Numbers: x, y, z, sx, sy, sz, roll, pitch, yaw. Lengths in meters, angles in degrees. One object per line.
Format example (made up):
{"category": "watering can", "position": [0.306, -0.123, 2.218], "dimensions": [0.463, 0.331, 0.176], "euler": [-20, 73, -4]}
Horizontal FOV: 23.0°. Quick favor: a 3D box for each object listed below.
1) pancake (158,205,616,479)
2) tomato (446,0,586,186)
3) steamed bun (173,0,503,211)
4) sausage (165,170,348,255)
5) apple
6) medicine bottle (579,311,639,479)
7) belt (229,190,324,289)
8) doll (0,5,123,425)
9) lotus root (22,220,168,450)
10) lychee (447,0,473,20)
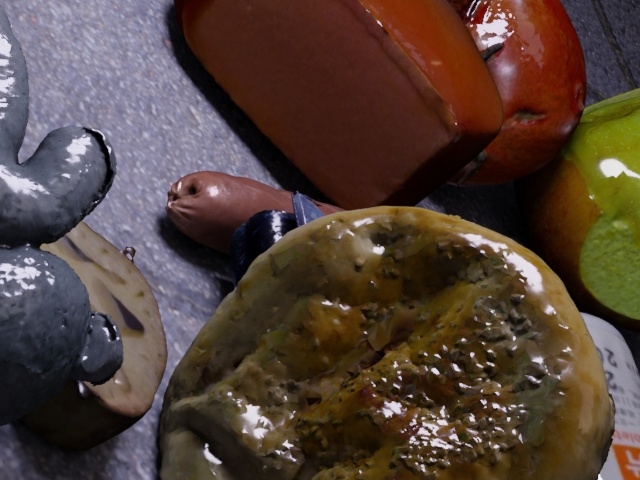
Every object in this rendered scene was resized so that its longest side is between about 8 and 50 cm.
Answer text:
{"category": "pancake", "position": [0.040, 0.137, 1.265], "dimensions": [0.082, 0.387, 0.387], "euler": [57, 12, -56]}
{"category": "tomato", "position": [0.262, -0.191, 2.042], "dimensions": [0.170, 0.309, 0.309], "euler": [30, 23, 16]}
{"category": "steamed bun", "position": [0.030, -0.219, 1.799], "dimensions": [0.379, 0.235, 0.248], "euler": [47, 24, -1]}
{"category": "sausage", "position": [0.001, 0.002, 1.662], "dimensions": [0.433, 0.088, 0.088], "euler": [16, 44, -49]}
{"category": "apple", "position": [0.472, -0.062, 2.184], "dimensions": [0.384, 0.374, 0.374], "euler": [25, 38, -42]}
{"category": "medicine bottle", "position": [0.262, 0.271, 1.602], "dimensions": [0.211, 0.211, 0.371], "euler": [29, 34, -37]}
{"category": "belt", "position": [0.001, 0.069, 1.534], "dimensions": [0.218, 0.122, 0.128], "euler": [38, 32, -44]}
{"category": "doll", "position": [-0.270, -0.015, 1.172], "dimensions": [0.246, 0.158, 0.340], "euler": [-13, 69, -16]}
{"category": "lotus root", "position": [-0.208, 0.050, 1.294], "dimensions": [0.170, 0.074, 0.260], "euler": [20, 40, -47]}
{"category": "lychee", "position": [0.097, -0.335, 2.068], "dimensions": [0.271, 0.236, 0.236], "euler": [24, 30, 0]}
